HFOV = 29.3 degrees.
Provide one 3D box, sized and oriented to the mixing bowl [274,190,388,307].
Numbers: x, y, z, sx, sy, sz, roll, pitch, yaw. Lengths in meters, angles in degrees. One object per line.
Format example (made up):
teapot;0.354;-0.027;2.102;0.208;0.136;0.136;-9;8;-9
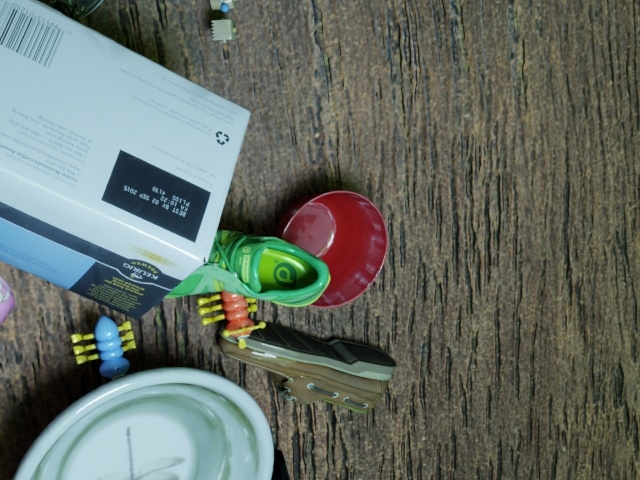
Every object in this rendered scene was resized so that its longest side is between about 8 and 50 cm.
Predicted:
mixing bowl;0.000;0.000;1.829;0.181;0.098;0.182;-9;112;-24

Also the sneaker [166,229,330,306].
sneaker;-0.125;0.026;1.662;0.295;0.123;0.110;5;77;-17

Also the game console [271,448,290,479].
game console;-0.115;0.521;1.941;0.213;0.044;0.361;-22;106;-27

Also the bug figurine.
bug figurine;-0.220;0.078;1.723;0.279;0.072;0.216;-17;94;-21

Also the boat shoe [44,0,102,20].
boat shoe;-0.330;-0.300;1.586;0.142;0.040;0.049;-37;120;-12

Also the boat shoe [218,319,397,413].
boat shoe;-0.026;0.203;1.879;0.307;0.111;0.104;17;105;-26

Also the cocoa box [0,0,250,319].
cocoa box;-0.303;-0.095;1.476;0.347;0.228;0.232;26;59;-18

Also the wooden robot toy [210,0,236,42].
wooden robot toy;-0.160;-0.355;1.657;0.079;0.076;0.173;-4;113;11

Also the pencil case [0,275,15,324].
pencil case;-0.554;0.170;1.512;0.167;0.160;0.386;32;71;7

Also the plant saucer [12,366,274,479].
plant saucer;-0.263;0.337;1.737;0.400;0.100;0.401;-15;123;-25
